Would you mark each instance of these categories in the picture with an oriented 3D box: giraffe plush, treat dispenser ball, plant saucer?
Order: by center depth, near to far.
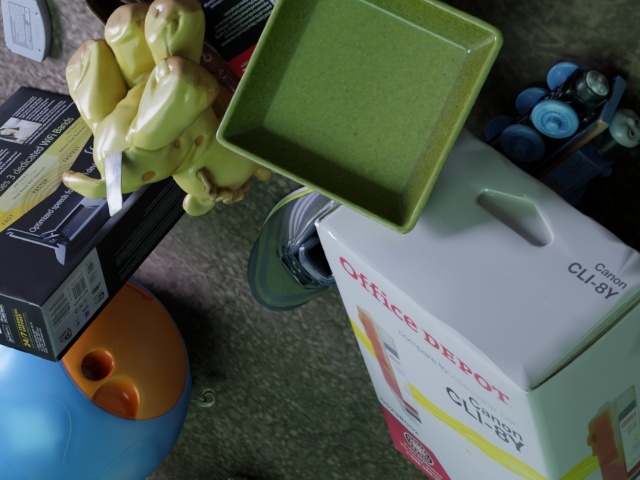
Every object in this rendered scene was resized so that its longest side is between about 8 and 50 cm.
[{"bbox_3d":[0.035,-0.129,1.315,0.188,0.045,0.188,27,99,9],"label":"plant saucer"},{"bbox_3d":[-0.123,-0.104,1.449,0.181,0.210,0.170,-8,162,44],"label":"giraffe plush"},{"bbox_3d":[-0.295,0.167,1.822,0.288,0.288,0.288,19,136,19],"label":"treat dispenser ball"}]

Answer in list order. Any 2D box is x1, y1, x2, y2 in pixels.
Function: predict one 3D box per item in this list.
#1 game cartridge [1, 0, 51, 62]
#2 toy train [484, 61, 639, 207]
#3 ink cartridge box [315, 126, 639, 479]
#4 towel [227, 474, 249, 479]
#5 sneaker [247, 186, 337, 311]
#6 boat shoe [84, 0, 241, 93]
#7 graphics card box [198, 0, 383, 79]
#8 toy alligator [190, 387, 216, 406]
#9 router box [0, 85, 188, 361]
[{"bbox_3d":[-0.316,-0.233,1.676,0.056,0.017,0.083,25,138,19],"label":"game cartridge"},{"bbox_3d":[0.213,-0.085,1.404,0.105,0.080,0.184,36,140,-11],"label":"toy train"},{"bbox_3d":[0.172,0.118,1.425,0.279,0.160,0.385,39,160,36],"label":"ink cartridge box"},{"bbox_3d":[-0.033,0.444,2.019,0.282,0.049,0.187,37,133,29],"label":"towel"},{"bbox_3d":[0.000,0.000,1.591,0.111,0.121,0.300,41,139,-4],"label":"sneaker"},{"bbox_3d":[-0.142,-0.176,1.547,0.257,0.095,0.095,47,138,-12],"label":"boat shoe"},{"bbox_3d":[-0.092,-0.330,1.373,0.371,0.094,0.233,47,138,-14],"label":"graphics card box"},{"bbox_3d":[-0.197,0.195,1.966,0.189,0.056,0.051,3,171,31],"label":"toy alligator"},{"bbox_3d":[-0.295,-0.028,1.626,0.243,0.309,0.081,15,135,24],"label":"router box"}]
